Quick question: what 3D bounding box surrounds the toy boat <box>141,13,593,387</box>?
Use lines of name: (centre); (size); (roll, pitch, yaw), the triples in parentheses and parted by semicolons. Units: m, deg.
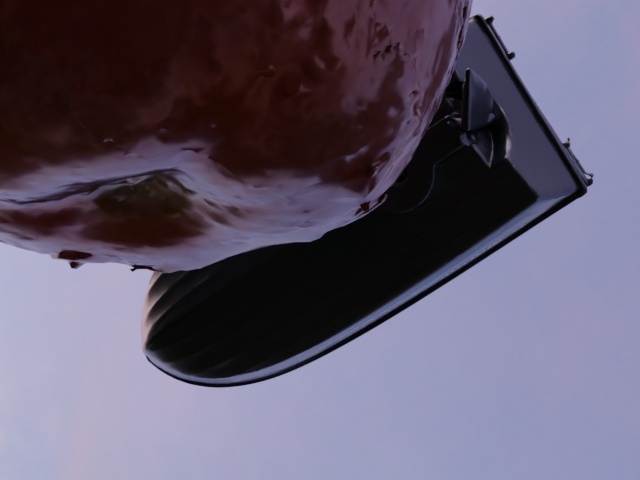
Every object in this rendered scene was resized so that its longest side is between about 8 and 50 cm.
toy boat: (0.003, -0.001, 0.723); (0.296, 0.122, 0.114); (-34, -99, 31)

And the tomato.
tomato: (-0.054, -0.093, 0.408); (0.208, 0.208, 0.184); (-25, -118, 47)
